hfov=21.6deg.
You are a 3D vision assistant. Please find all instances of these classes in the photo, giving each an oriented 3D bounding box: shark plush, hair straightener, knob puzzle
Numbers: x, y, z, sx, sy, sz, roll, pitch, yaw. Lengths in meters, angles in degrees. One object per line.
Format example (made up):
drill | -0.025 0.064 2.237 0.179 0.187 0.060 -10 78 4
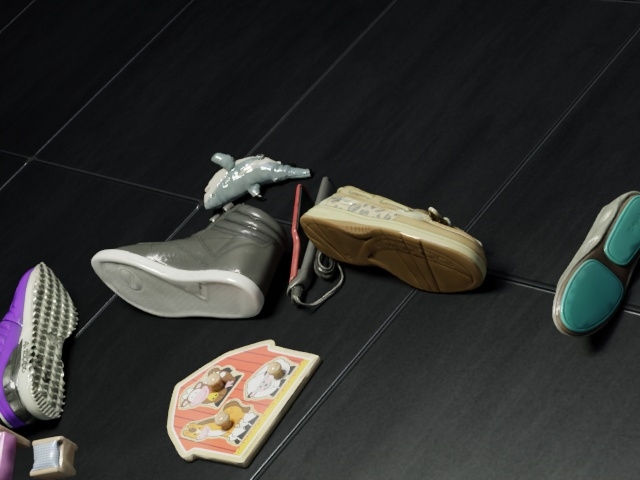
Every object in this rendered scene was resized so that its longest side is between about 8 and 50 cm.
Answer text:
shark plush | -0.087 -0.080 2.381 0.161 0.073 0.067 -1 61 10
hair straightener | 0.000 0.000 2.176 0.089 0.047 0.230 -17 36 24
knob puzzle | -0.116 0.188 2.047 0.213 0.030 0.213 -23 34 17

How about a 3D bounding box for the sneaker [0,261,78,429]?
sneaker | -0.426 0.149 2.298 0.146 0.102 0.293 -24 34 16

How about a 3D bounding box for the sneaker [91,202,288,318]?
sneaker | -0.166 0.020 2.250 0.296 0.104 0.147 5 46 36

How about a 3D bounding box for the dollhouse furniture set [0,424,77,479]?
dollhouse furniture set | -0.312 0.311 1.809 0.303 0.198 0.286 -11 63 29

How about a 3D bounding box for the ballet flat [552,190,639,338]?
ballet flat | 0.309 0.034 1.865 0.213 0.072 0.068 -53 10 -29

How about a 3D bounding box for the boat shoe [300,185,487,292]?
boat shoe | 0.097 -0.013 2.048 0.285 0.104 0.089 18 56 42
